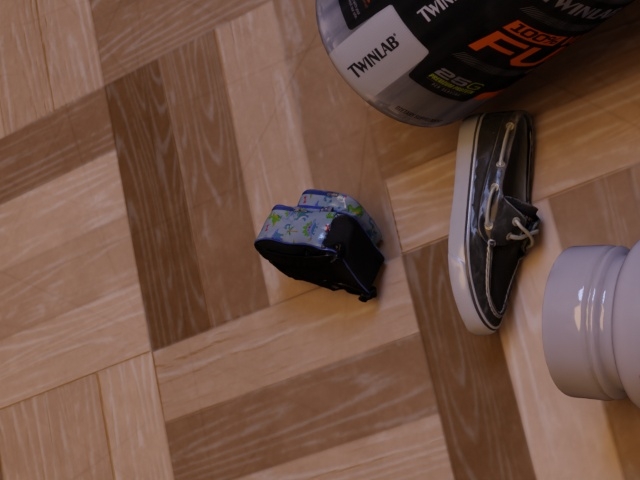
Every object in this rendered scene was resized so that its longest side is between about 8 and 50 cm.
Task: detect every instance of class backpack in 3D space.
[{"bbox_3d":[0.000,0.000,1.470,0.114,0.105,0.084,7,63,34],"label":"backpack"}]

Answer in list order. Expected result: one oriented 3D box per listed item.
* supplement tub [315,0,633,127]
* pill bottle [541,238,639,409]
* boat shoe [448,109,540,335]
[{"bbox_3d":[0.165,-0.258,1.289,0.338,0.207,0.207,-34,63,48],"label":"supplement tub"},{"bbox_3d":[0.340,0.070,1.199,0.283,0.160,0.160,-1,81,33],"label":"pill bottle"},{"bbox_3d":[0.169,-0.020,1.376,0.070,0.078,0.219,-5,77,33],"label":"boat shoe"}]
